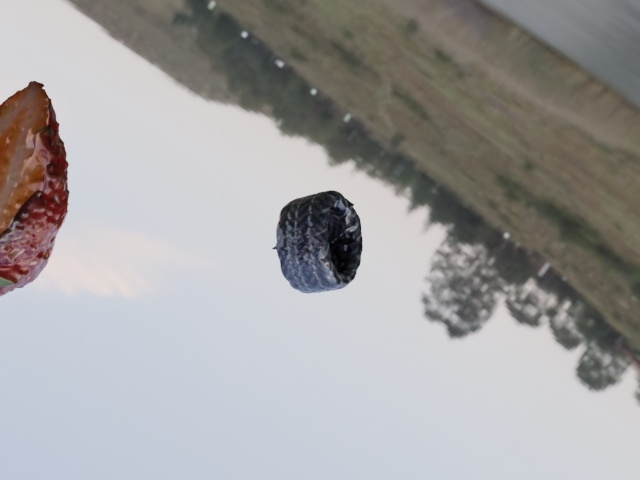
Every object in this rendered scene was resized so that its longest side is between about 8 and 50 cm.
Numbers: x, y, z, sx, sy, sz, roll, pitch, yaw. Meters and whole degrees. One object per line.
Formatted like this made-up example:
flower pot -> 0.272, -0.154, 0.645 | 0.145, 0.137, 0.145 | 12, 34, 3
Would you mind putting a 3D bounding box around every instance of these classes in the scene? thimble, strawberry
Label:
thimble -> -0.001, 0.001, 1.227 | 0.095, 0.066, 0.104 | 55, -141, -35
strawberry -> -0.246, -0.033, 0.886 | 0.147, 0.187, 0.082 | 9, 161, 31
